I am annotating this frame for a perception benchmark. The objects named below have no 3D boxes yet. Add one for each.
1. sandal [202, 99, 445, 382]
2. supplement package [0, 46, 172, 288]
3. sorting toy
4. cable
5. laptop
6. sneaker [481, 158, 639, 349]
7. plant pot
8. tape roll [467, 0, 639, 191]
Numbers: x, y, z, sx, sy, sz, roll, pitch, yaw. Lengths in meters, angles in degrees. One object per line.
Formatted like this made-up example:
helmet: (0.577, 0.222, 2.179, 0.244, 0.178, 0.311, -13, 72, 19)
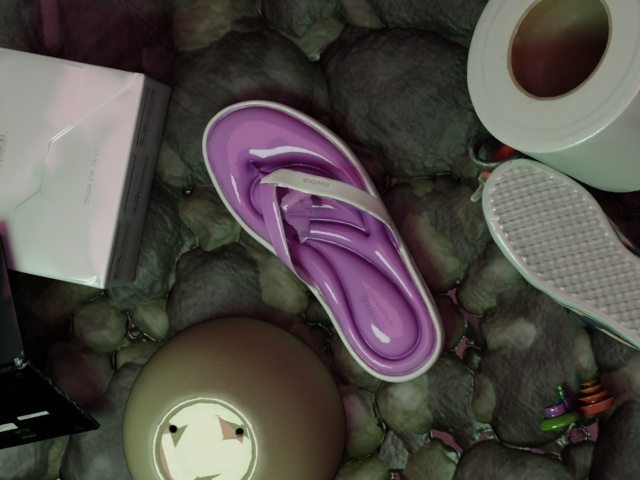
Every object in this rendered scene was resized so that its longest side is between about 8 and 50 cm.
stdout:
sandal: (0.012, -0.010, 1.629, 0.169, 0.102, 0.416, -41, 85, 6)
supplement package: (-0.321, -0.089, 1.650, 0.204, 0.145, 0.262, 12, 92, 7)
sorting toy: (0.306, 0.196, 1.614, 0.102, 0.061, 0.042, -18, 87, -16)
cable: (0.288, -0.146, 1.629, 0.139, 0.072, 0.287, 34, 82, 12)
laptop: (-0.433, 0.140, 1.650, 0.234, 0.264, 0.137, -14, 50, 20)
sneaker: (0.316, 0.029, 1.571, 0.321, 0.127, 0.126, 42, 92, -1)
plant pot: (-0.118, 0.240, 1.604, 0.284, 0.191, 0.284, 0, 91, 7)
tape roll: (0.307, -0.190, 1.457, 0.246, 0.169, 0.246, -16, 67, 41)
